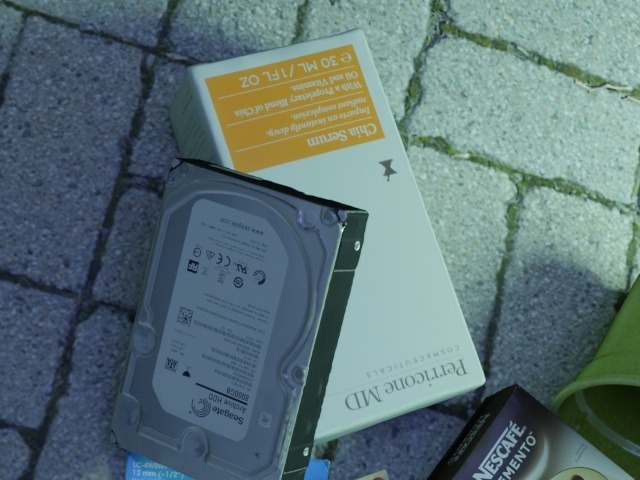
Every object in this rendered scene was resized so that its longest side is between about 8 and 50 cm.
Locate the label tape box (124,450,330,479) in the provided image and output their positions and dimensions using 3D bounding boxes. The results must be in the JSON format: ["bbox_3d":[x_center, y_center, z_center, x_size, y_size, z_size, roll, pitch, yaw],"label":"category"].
[{"bbox_3d":[-0.102,0.406,1.641,0.249,0.115,0.347,6,75,-13],"label":"label tape box"}]

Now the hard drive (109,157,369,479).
[{"bbox_3d":[-0.096,0.099,1.624,0.237,0.064,0.339,19,100,28],"label":"hard drive"}]

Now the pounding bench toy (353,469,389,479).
[{"bbox_3d":[0.061,0.319,1.733,0.052,0.065,0.083,-16,80,-19],"label":"pounding bench toy"}]

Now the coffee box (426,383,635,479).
[{"bbox_3d":[0.283,0.332,1.759,0.297,0.119,0.168,39,71,-2],"label":"coffee box"}]

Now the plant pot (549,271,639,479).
[{"bbox_3d":[0.449,0.152,1.798,0.276,0.276,0.254,31,58,-5],"label":"plant pot"}]

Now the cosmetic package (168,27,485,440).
[{"bbox_3d":[0.000,0.000,1.755,0.230,0.161,0.453,-16,80,-18],"label":"cosmetic package"}]
